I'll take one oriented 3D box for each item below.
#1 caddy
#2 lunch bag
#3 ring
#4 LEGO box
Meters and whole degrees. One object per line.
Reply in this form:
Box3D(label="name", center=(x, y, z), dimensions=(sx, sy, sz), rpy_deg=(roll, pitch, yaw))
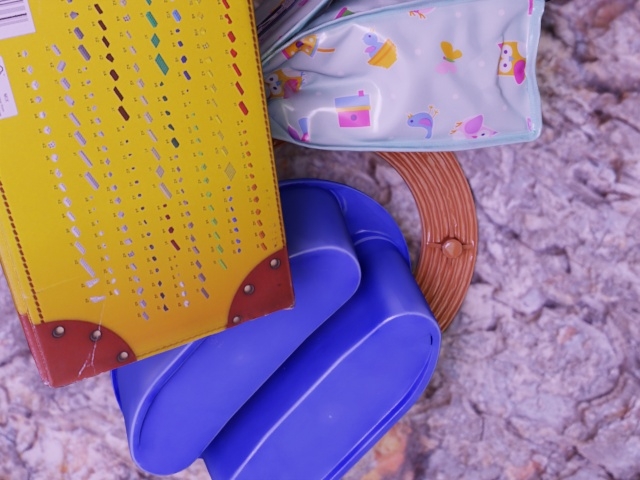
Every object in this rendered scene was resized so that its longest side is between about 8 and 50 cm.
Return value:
Box3D(label="caddy", center=(-0.048, 0.102, 0.846), dimensions=(0.241, 0.179, 0.341), rpy_deg=(39, 100, -28))
Box3D(label="lunch bag", center=(0.036, -0.165, 0.775), dimensions=(0.262, 0.223, 0.160), rpy_deg=(-8, 114, -6))
Box3D(label="ring", center=(0.000, 0.000, 0.927), dimensions=(0.336, 0.032, 0.337), rpy_deg=(0, 100, 2))
Box3D(label="LEGO box", center=(-0.203, -0.208, 0.641), dimensions=(0.193, 0.372, 0.500), rpy_deg=(-18, 120, -20))
